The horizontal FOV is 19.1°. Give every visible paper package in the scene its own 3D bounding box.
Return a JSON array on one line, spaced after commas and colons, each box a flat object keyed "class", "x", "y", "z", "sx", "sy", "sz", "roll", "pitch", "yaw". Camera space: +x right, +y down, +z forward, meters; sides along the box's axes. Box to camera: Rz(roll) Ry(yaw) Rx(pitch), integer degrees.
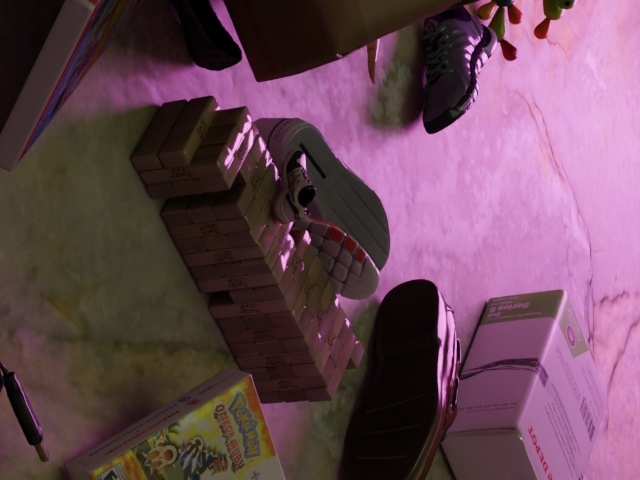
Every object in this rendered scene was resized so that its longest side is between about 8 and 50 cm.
[{"class": "paper package", "x": -0.014, "y": -0.332, "z": 1.757, "sx": 0.168, "sy": 0.309, "sz": 0.325, "roll": -25, "pitch": 97, "yaw": -15}]

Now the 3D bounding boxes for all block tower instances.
[{"class": "block tower", "x": -0.066, "y": 0.020, "z": 1.865, "sx": 0.335, "sy": 0.091, "sz": 0.097, "roll": 63, "pitch": 34, "yaw": -33}]

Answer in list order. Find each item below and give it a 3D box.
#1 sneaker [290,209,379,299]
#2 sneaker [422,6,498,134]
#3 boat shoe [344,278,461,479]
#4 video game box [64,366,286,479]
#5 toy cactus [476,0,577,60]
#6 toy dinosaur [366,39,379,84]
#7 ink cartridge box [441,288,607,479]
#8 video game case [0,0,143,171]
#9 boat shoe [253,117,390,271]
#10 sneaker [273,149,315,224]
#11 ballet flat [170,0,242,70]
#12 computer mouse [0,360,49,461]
[{"class": "sneaker", "x": 0.000, "y": 0.000, "z": 1.954, "sx": 0.061, "sy": 0.158, "sz": 0.065, "roll": -55, "pitch": 171, "yaw": 15}, {"class": "sneaker", "x": 0.149, "y": -0.221, "z": 2.364, "sx": 0.098, "sy": 0.083, "sz": 0.224, "roll": 47, "pitch": 35, "yaw": -18}, {"class": "boat shoe", "x": 0.110, "y": 0.190, "z": 2.139, "sx": 0.104, "sy": 0.110, "sz": 0.307, "roll": 56, "pitch": 38, "yaw": -40}, {"class": "video game box", "x": -0.113, "y": 0.246, "z": 1.697, "sx": 0.187, "sy": 0.048, "sz": 0.205, "roll": -31, "pitch": 114, "yaw": -34}, {"class": "toy cactus", "x": 0.269, "y": -0.367, "z": 2.539, "sx": 0.112, "sy": 0.219, "sz": 0.180, "roll": -13, "pitch": 55, "yaw": -47}, {"class": "toy dinosaur", "x": 0.053, "y": -0.281, "z": 2.206, "sx": 0.112, "sy": 0.064, "sz": 0.211, "roll": -13, "pitch": 87, "yaw": -44}, {"class": "ink cartridge box", "x": 0.261, "y": 0.225, "z": 2.412, "sx": 0.198, "sy": 0.114, "sz": 0.273, "roll": 66, "pitch": 32, "yaw": -29}, {"class": "video game case", "x": -0.180, "y": -0.206, "z": 1.617, "sx": 0.025, "sy": 0.204, "sz": 0.285, "roll": 32, "pitch": 42, "yaw": -4}, {"class": "boat shoe", "x": 0.002, "y": -0.053, "z": 2.019, "sx": 0.083, "sy": 0.076, "sz": 0.226, "roll": -43, "pitch": 129, "yaw": -18}, {"class": "sneaker", "x": -0.019, "y": -0.052, "z": 1.833, "sx": 0.032, "sy": 0.037, "sz": 0.083, "roll": 47, "pitch": 43, "yaw": -46}, {"class": "ballet flat", "x": -0.124, "y": -0.244, "z": 1.855, "sx": 0.173, "sy": 0.049, "sz": 0.057, "roll": 66, "pitch": 31, "yaw": -30}, {"class": "computer mouse", "x": -0.267, "y": 0.221, "z": 1.481, "sx": 0.184, "sy": 0.060, "sz": 0.262, "roll": -38, "pitch": 106, "yaw": -54}]
